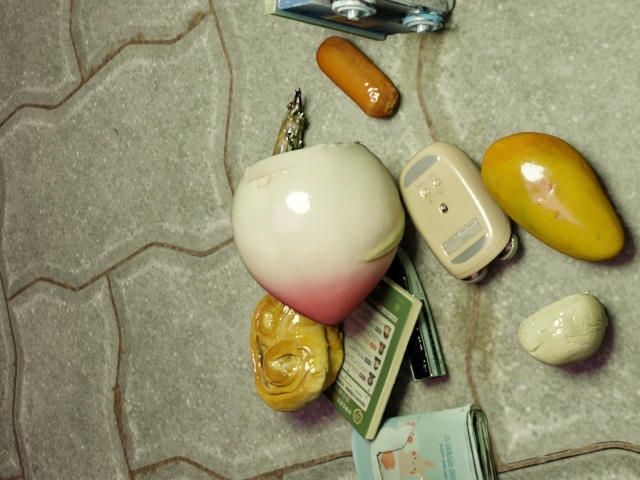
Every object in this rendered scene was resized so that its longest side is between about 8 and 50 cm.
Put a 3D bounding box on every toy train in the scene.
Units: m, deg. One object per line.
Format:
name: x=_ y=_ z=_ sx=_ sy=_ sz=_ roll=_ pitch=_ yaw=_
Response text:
toy train: x=0.069 y=-0.404 z=1.245 sx=0.202 sy=0.299 sz=0.131 roll=7 pitch=95 yaw=47
toy train: x=0.163 y=0.116 z=1.324 sx=0.055 sy=0.048 sz=0.252 roll=-36 pitch=61 yaw=56

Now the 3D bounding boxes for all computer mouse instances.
computer mouse: x=0.222 y=-0.050 z=1.251 sx=0.145 sy=0.082 sz=0.237 roll=-44 pitch=65 yaw=30

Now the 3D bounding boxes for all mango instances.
mango: x=0.348 y=-0.069 z=1.130 sx=0.253 sy=0.113 sz=0.138 roll=47 pitch=115 yaw=25

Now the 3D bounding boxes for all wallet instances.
wallet: x=0.174 y=0.382 z=1.300 sx=0.250 sy=0.075 sz=0.176 roll=-19 pitch=73 yaw=38

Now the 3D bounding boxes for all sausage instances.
sausage: x=0.068 y=-0.297 z=1.383 sx=0.197 sy=0.076 sz=0.076 roll=49 pitch=119 yaw=26

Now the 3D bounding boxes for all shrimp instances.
shrimp: x=-0.016 y=-0.152 z=1.473 sx=0.198 sy=0.051 sz=0.262 roll=22 pitch=107 yaw=30

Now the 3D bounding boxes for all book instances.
book: x=0.078 y=0.188 z=1.363 sx=0.202 sy=0.027 sz=0.264 roll=37 pitch=114 yaw=54

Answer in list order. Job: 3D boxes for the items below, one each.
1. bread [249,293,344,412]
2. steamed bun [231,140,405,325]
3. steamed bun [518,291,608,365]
bread: x=-0.051 y=0.200 z=1.422 sx=0.198 sy=0.120 sz=0.236 roll=-37 pitch=53 yaw=44
steamed bun: x=0.000 y=0.000 z=1.283 sx=0.309 sy=0.309 sz=0.310 roll=0 pitch=90 yaw=39
steamed bun: x=0.359 y=0.137 z=1.121 sx=0.130 sy=0.112 sz=0.091 roll=-32 pitch=69 yaw=27
